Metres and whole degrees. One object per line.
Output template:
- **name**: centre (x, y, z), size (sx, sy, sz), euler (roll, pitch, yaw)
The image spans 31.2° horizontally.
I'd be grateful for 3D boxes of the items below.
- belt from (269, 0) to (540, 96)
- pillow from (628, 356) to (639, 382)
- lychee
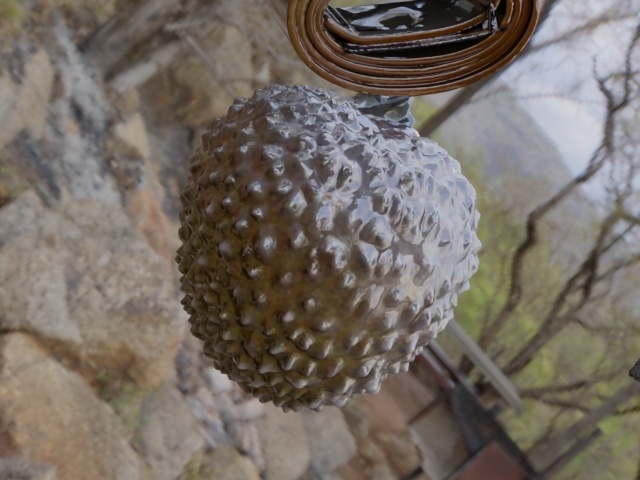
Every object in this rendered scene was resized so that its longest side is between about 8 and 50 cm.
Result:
- **belt**: centre (0.083, -0.245, 1.145), size (0.105, 0.261, 0.184), euler (-115, -161, -59)
- **pillow**: centre (0.409, 0.049, 0.990), size (0.101, 0.228, 0.326), euler (54, 30, 14)
- **lychee**: centre (0.000, 0.000, 1.421), size (0.380, 0.432, 0.380), euler (25, 4, -2)
